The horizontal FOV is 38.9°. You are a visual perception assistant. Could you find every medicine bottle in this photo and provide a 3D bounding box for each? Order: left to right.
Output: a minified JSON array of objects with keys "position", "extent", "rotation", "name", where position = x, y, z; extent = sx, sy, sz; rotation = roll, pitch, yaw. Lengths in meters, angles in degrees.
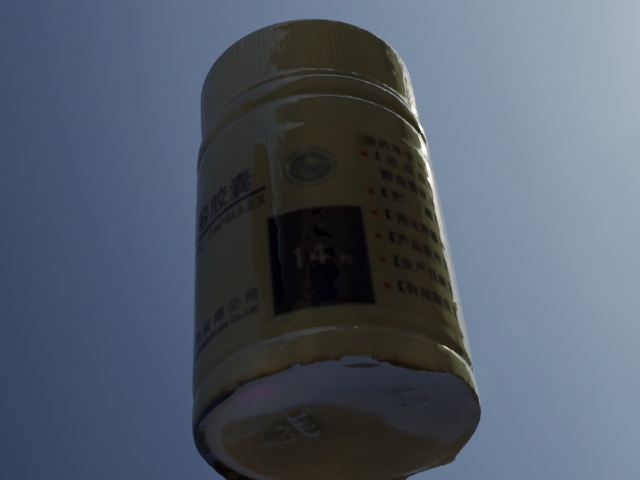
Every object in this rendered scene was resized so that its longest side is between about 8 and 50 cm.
[{"position":[0.000,0.000,0.683],"extent":[0.190,0.190,0.332],"rotation":[31,-141,-36],"name":"medicine bottle"}]
